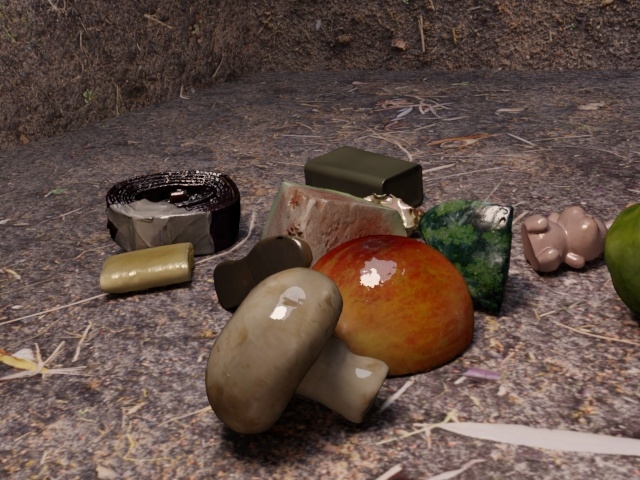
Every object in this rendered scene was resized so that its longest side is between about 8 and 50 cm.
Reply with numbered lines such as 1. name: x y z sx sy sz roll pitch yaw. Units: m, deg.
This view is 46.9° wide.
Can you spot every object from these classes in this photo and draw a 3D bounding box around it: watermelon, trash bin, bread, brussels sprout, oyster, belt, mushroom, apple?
1. watermelon: 0.251 0.030 1.265 0.207 0.202 0.136 23 64 43
2. trash bin: 0.102 -0.133 1.746 0.164 0.122 0.240 -26 31 -38
3. bread: -0.346 0.058 1.487 0.178 0.060 0.139 -8 21 -2
4. brussels sprout: 0.562 0.025 1.094 0.271 0.210 0.219 -12 -3 -42
5. oyster: 0.112 -0.040 1.576 0.209 0.072 0.132 -19 52 6
6. belt: -0.320 -0.048 1.621 0.289 0.164 0.184 -5 42 -15
7. mushroom: -0.026 0.163 0.976 0.244 0.243 0.243 -6 22 3
8. apple: 0.105 0.072 1.174 0.251 0.163 0.293 -17 25 -20
9. watermelon: 0.000 0.000 1.434 0.310 0.193 0.232 16 14 26

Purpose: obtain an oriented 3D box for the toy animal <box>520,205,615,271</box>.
1. toy animal: 0.471 -0.014 1.331 0.213 0.124 0.124 -13 22 -5

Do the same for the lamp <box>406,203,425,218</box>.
1. lamp: 0.216 -0.052 1.606 0.083 0.031 0.063 24 0 36

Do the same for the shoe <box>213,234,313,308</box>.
1. shoe: -0.088 0.053 1.288 0.098 0.103 0.275 -10 -5 -37
